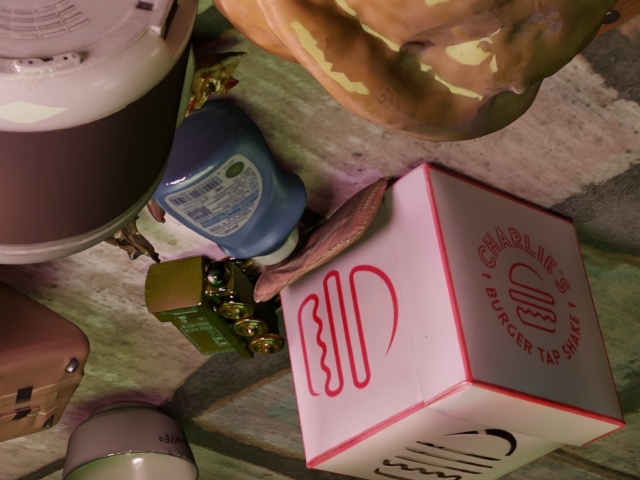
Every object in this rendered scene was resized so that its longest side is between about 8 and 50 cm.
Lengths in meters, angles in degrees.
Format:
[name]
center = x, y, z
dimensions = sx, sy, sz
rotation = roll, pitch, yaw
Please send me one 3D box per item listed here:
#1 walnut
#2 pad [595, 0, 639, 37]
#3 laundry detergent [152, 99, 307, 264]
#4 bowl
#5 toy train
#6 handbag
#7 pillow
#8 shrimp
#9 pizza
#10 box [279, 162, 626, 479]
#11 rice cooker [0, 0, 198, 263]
[walnut]
center = 0.071, -0.266, 1.445
dimensions = 0.383, 0.383, 0.383
rotation = -7, 150, -4
[pad]
center = 0.315, -0.328, 1.730
dimensions = 0.286, 0.018, 0.284
rotation = -31, 144, 30
[laundry detergent]
center = -0.100, -0.055, 2.001
dimensions = 0.143, 0.094, 0.290
rotation = -34, 149, 5
[bowl]
center = -0.295, 0.318, 2.555
dimensions = 0.211, 0.112, 0.211
rotation = -8, 149, -5
[toy train]
center = -0.134, 0.093, 2.249
dimensions = 0.137, 0.090, 0.225
rotation = -10, 151, 14
[handbag]
center = -0.465, 0.133, 2.062
dimensions = 0.302, 0.283, 0.149
rotation = -11, 130, -62
[pillow]
center = -0.001, 0.002, 2.097
dimensions = 0.034, 0.135, 0.211
rotation = 44, 127, -16
[shrimp]
center = -0.243, -0.057, 1.988
dimensions = 0.145, 0.059, 0.254
rotation = -37, 137, 22
[pizza]
center = -0.164, -0.153, 1.782
dimensions = 0.199, 0.188, 0.062
rotation = -20, 111, -18
[box]
center = 0.161, 0.132, 2.175
dimensions = 0.314, 0.312, 0.300
rotation = 18, 140, -41
[rice cooker]
center = -0.275, -0.167, 1.524
dimensions = 0.335, 0.335, 0.325
rotation = -3, 149, -13
